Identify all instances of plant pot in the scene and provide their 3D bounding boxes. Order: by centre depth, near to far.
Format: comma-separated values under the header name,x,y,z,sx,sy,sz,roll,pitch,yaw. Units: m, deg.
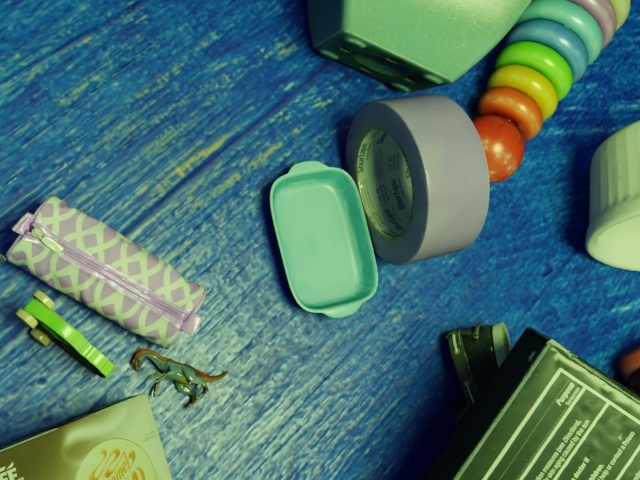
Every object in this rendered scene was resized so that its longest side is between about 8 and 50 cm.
name,x,y,z,sx,sy,sz,roll,pitch,yaw
plant pot,0.115,-0.322,0.897,0.248,0.247,0.252,20,89,-16

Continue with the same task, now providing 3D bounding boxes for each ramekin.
name,x,y,z,sx,sy,sz,roll,pitch,yaw
ramekin,0.484,-0.062,0.972,0.277,0.277,0.135,9,69,-20

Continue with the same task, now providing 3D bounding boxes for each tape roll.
name,x,y,z,sx,sy,sz,roll,pitch,yaw
tape roll,0.105,-0.071,0.865,0.080,0.189,0.188,-11,84,-23

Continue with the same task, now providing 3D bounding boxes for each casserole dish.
name,x,y,z,sx,sy,sz,roll,pitch,yaw
casserole dish,0.000,0.000,0.892,0.114,0.037,0.188,-12,85,-22

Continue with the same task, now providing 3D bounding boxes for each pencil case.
name,x,y,z,sx,sy,sz,roll,pitch,yaw
pencil case,-0.218,0.032,0.773,0.206,0.088,0.086,31,72,-14

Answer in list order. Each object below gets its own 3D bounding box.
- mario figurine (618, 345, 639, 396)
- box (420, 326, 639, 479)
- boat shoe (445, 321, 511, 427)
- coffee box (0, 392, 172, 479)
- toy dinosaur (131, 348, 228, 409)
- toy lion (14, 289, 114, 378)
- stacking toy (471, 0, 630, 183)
name,x,y,z,sx,sy,sz,roll,pitch,yaw
mario figurine,0.444,0.263,0.934,0.170,0.198,0.320,26,75,1
box,0.264,0.292,0.772,0.294,0.183,0.296,35,93,7
boat shoe,0.203,0.219,0.919,0.079,0.084,0.233,-8,89,16
coffee box,-0.247,0.240,0.648,0.246,0.098,0.141,-10,80,-60
toy dinosaur,-0.161,0.143,0.812,0.082,0.047,0.090,49,34,3
toy lion,-0.247,0.101,0.745,0.096,0.100,0.034,34,66,8
stacking toy,0.285,-0.214,1.003,0.141,0.141,0.330,34,75,-12
